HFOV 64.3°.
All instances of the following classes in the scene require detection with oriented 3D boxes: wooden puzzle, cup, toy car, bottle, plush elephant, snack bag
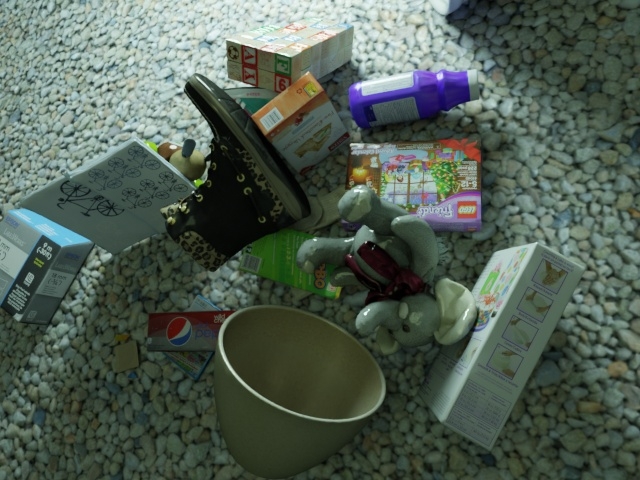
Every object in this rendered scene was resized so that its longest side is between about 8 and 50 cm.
[{"bbox_3d":[-0.484,0.289,1.278,0.078,0.014,0.116,-14,71,19],"label":"wooden puzzle"},{"bbox_3d":[-0.069,0.316,0.994,0.331,0.331,0.237,31,112,23],"label":"cup"},{"bbox_3d":[-0.329,-0.198,1.242,0.188,0.155,0.149,-26,66,41],"label":"toy car"},{"bbox_3d":[0.210,-0.326,1.152,0.282,0.118,0.092,-7,73,18],"label":"bottle"},{"bbox_3d":[0.137,0.091,0.964,0.272,0.330,0.255,-41,47,48],"label":"plush elephant"},{"bbox_3d":[-0.469,-0.084,1.204,0.342,0.323,0.037,-23,61,12],"label":"snack bag"}]

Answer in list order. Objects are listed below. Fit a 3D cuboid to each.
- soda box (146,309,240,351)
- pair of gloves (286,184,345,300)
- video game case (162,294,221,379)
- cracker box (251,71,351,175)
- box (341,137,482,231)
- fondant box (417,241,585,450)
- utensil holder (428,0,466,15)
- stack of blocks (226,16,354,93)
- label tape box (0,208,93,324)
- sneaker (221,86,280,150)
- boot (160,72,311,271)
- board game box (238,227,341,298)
[{"bbox_3d":[-0.263,0.209,1.169,0.263,0.083,0.092,-4,76,17],"label":"soda box"},{"bbox_3d":[0.000,0.000,1.177,0.204,0.042,0.240,-19,70,13],"label":"pair of gloves"},{"bbox_3d":[-0.295,0.232,1.228,0.119,0.015,0.166,30,86,22],"label":"video game case"},{"bbox_3d":[-0.035,-0.254,1.153,0.155,0.232,0.067,-37,69,6],"label":"cracker box"},{"bbox_3d":[0.200,-0.120,1.115,0.293,0.057,0.201,0,69,16],"label":"box"},{"bbox_3d":[0.307,0.175,0.912,0.096,0.238,0.330,28,86,4],"label":"fondant box"},{"bbox_3d":[0.388,-0.733,1.094,0.385,0.327,0.328,-24,70,10],"label":"utensil holder"},{"bbox_3d":[-0.063,-0.446,1.198,0.171,0.087,0.297,22,41,21],"label":"stack of blocks"},{"bbox_3d":[-0.774,0.026,1.395,0.240,0.106,0.334,26,85,22],"label":"label tape box"},{"bbox_3d":[-0.173,-0.291,1.276,0.295,0.123,0.178,20,116,51],"label":"sneaker"},{"bbox_3d":[-0.233,-0.134,1.107,0.284,0.138,0.377,-35,105,14],"label":"boot"},{"bbox_3d":[-0.056,0.041,1.152,0.259,0.039,0.124,15,88,26],"label":"board game box"}]
